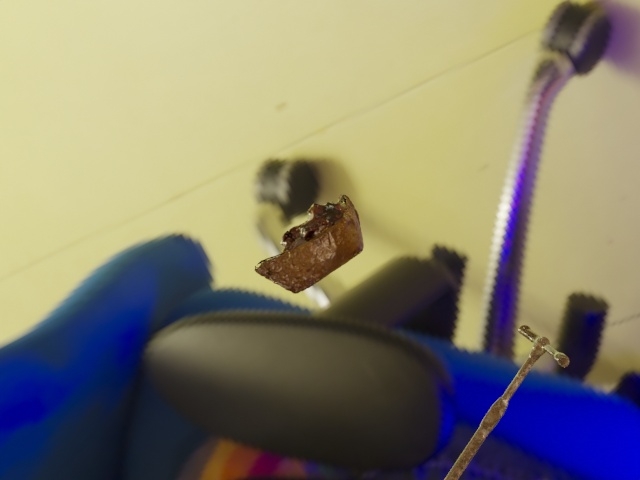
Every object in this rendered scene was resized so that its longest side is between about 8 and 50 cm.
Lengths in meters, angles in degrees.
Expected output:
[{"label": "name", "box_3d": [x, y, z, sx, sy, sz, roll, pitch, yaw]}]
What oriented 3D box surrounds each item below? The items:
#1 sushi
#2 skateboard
[{"label": "sushi", "box_3d": [0.000, 0.000, 1.338, 0.050, 0.099, 0.047, -31, 95, 42]}, {"label": "skateboard", "box_3d": [0.063, 0.074, 0.627, 0.064, 0.032, 0.083, 29, 95, -19]}]
